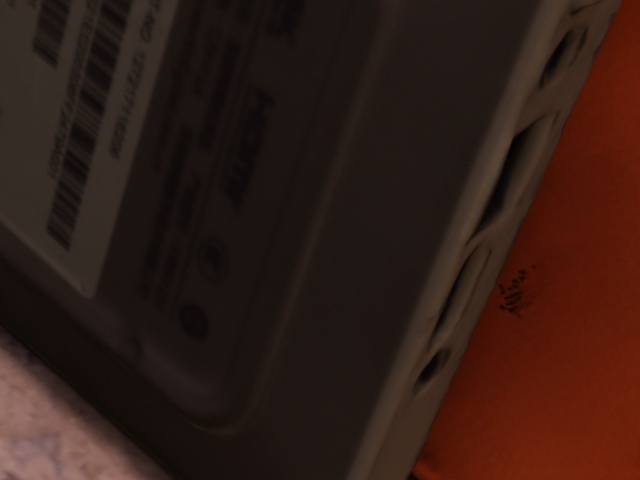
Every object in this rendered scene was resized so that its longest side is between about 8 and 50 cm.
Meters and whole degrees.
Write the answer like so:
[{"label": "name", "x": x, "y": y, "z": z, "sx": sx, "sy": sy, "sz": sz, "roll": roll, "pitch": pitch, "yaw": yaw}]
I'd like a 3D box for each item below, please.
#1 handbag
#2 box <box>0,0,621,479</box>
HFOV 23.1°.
[{"label": "handbag", "x": 0.106, "y": -0.060, "z": 0.693, "sx": 0.303, "sy": 0.410, "sz": 0.116, "roll": 33, "pitch": 38, "yaw": 19}, {"label": "box", "x": -0.071, "y": -0.087, "z": 0.692, "sx": 0.373, "sy": 0.367, "sz": 0.090, "roll": 37, "pitch": 39, "yaw": 25}]
